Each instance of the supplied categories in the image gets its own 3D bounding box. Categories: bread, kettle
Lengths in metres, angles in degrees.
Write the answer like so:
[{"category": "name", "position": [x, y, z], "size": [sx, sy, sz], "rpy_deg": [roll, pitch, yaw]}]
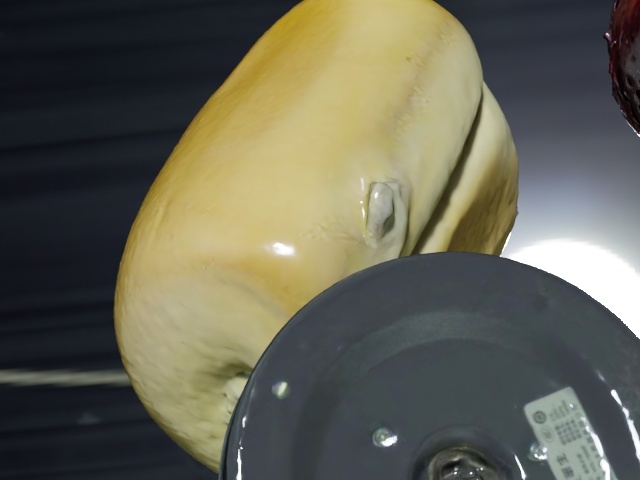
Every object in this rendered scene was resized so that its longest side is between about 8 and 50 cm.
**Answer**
[{"category": "bread", "position": [0.000, 0.000, 1.315], "size": [0.348, 0.253, 0.376], "rpy_deg": [76, 34, -45]}, {"category": "kettle", "position": [0.086, 0.147, 0.919], "size": [0.228, 0.321, 0.324], "rpy_deg": [58, -17, 15]}]

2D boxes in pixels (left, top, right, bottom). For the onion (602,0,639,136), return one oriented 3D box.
[{"category": "onion", "position": [0.255, -0.153, 0.895], "size": [0.219, 0.252, 0.252], "rpy_deg": [50, 11, -5]}]
